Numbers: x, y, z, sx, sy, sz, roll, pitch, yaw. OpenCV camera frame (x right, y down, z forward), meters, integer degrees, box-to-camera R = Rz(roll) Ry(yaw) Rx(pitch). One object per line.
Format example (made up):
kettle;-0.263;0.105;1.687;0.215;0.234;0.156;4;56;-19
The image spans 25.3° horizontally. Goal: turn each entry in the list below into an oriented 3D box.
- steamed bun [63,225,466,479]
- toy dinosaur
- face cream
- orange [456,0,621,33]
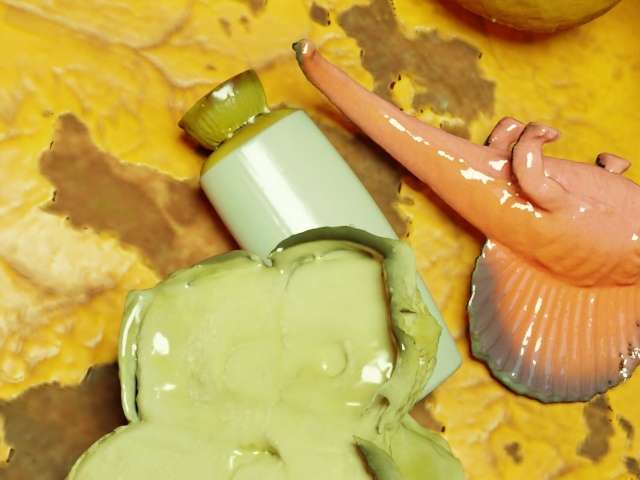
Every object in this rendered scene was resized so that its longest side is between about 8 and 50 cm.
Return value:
steamed bun;-0.023;0.098;0.625;0.192;0.106;0.177;-15;64;21
toy dinosaur;0.096;0.005;0.740;0.286;0.070;0.139;17;92;-17
face cream;0.000;0.000;0.704;0.072;0.051;0.182;-36;90;-29
orange;0.120;-0.177;0.765;0.136;0.117;0.135;-4;81;25
